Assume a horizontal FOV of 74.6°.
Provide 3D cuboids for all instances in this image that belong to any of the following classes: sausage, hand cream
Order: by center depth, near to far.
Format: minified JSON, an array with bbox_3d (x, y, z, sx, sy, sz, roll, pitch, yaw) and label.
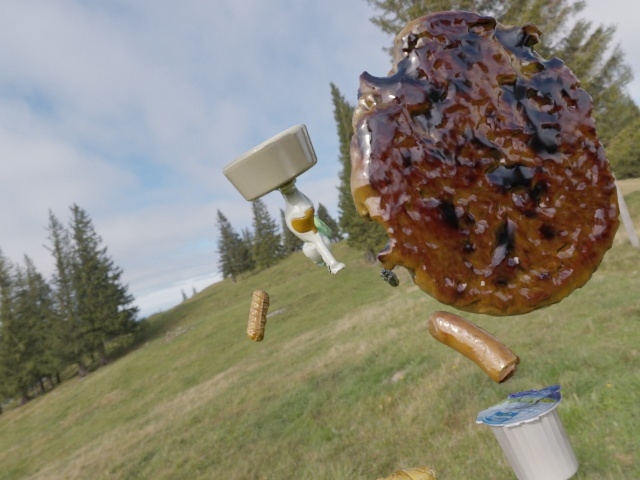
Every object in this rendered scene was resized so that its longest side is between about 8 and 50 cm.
[{"bbox_3d":[0.421,0.286,1.186,0.109,0.109,0.270,-16,33,-37],"label":"sausage"},{"bbox_3d":[0.000,0.000,1.276,0.046,0.095,0.175,-30,34,32],"label":"hand cream"}]

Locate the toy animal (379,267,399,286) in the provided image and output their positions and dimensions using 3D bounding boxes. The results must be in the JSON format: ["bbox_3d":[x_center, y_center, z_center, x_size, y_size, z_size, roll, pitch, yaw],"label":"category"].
[{"bbox_3d":[0.251,0.131,1.523,0.047,0.065,0.135,-44,-32,-2],"label":"toy animal"}]

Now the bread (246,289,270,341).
[{"bbox_3d":[-0.174,0.209,1.182,0.044,0.157,0.052,-29,-49,32],"label":"bread"}]

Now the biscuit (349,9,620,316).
[{"bbox_3d":[0.168,-0.086,0.459,0.289,0.334,0.081,-2,-11,-8],"label":"biscuit"}]

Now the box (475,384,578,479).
[{"bbox_3d":[0.661,0.595,1.285,0.291,0.206,0.262,-16,-12,-24],"label":"box"}]

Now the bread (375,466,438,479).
[{"bbox_3d":[0.242,0.767,1.255,0.236,0.120,0.198,-2,-48,-20],"label":"bread"}]

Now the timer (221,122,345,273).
[{"bbox_3d":[-0.044,-0.062,0.796,0.175,0.266,0.175,-28,12,7],"label":"timer"}]
